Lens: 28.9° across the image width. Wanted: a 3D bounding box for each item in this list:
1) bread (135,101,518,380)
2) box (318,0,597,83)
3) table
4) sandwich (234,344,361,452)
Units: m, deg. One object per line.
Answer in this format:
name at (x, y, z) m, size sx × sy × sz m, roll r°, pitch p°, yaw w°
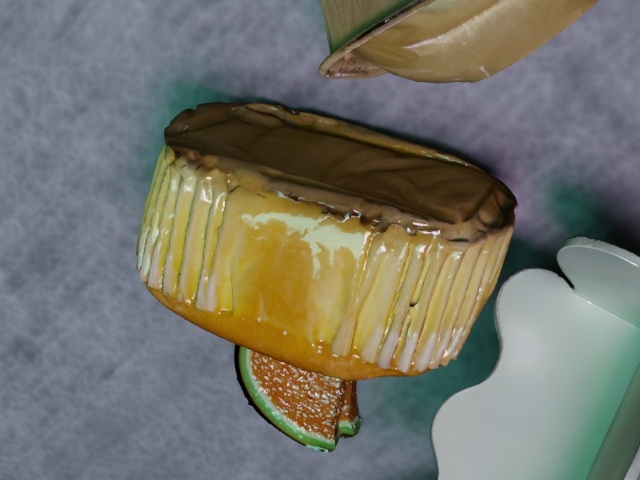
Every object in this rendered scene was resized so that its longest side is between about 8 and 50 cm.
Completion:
bread at (0.000, 0.000, 0.656) m, size 0.190 × 0.132 × 0.114 m, roll 22°, pitch 118°, yaw 14°
box at (0.075, -0.132, 0.588) m, size 0.177 × 0.111 × 0.111 m, roll -28°, pitch 102°, yaw 29°
table at (0.128, 0.126, 0.607) m, size 0.166 × 0.198 × 0.166 m, roll 26°, pitch 160°, yaw 10°
sandwich at (-0.013, 0.084, 0.763) m, size 0.101 × 0.026 × 0.069 m, roll 36°, pitch 116°, yaw -3°
